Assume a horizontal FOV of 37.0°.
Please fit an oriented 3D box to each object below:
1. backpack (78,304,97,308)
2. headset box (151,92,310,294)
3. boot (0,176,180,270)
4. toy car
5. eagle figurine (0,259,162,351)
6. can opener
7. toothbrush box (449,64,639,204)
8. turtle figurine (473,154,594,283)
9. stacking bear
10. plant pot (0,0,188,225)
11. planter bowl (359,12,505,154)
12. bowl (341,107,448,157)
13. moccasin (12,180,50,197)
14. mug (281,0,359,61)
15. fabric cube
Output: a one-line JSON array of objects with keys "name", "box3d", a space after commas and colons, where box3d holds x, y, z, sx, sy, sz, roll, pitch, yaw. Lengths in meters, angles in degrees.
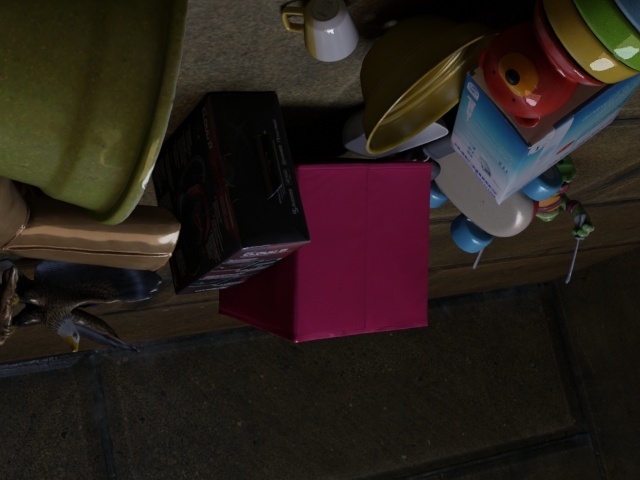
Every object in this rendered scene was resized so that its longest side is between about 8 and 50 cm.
[{"name": "backpack", "box3d": [-0.480, 0.091, 2.016, 0.101, 0.098, 0.120, -19, 166, 14]}, {"name": "headset box", "box3d": [-0.130, -0.063, 1.351, 0.110, 0.218, 0.293, -7, 167, -29]}, {"name": "boot", "box3d": [-0.297, -0.033, 1.139, 0.269, 0.089, 0.236, 6, 161, -26]}, {"name": "toy car", "box3d": [0.321, -0.136, 1.681, 0.238, 0.210, 0.219, -40, 176, -45]}, {"name": "eagle figurine", "box3d": [-0.491, 0.129, 1.873, 0.298, 0.225, 0.226, -7, 172, -40]}, {"name": "can opener", "box3d": [0.208, -0.162, 1.552, 0.283, 0.076, 0.095, -22, 145, 39]}, {"name": "toothbrush box", "box3d": [0.301, -0.187, 1.276, 0.216, 0.126, 0.295, -36, 170, -5]}, {"name": "turtle figurine", "box3d": [0.454, -0.051, 1.972, 0.274, 0.198, 0.266, -51, 152, -11]}, {"name": "stacking bear", "box3d": [0.297, -0.234, 1.015, 0.289, 0.175, 0.164, -35, -178, 37]}, {"name": "plant pot", "box3d": [-0.266, -0.163, 0.729, 0.254, 0.276, 0.276, 8, 160, -27]}, {"name": "planter bowl", "box3d": [0.115, -0.209, 1.157, 0.217, 0.090, 0.217, -36, 169, -8]}, {"name": "bowl", "box3d": [0.110, -0.178, 1.463, 0.142, 0.053, 0.142, -18, 168, 27]}, {"name": "moccasin", "box3d": [-0.382, -0.078, 1.275, 0.380, 0.139, 0.147, -10, -179, 39]}, {"name": "mug", "box3d": [0.001, -0.238, 1.059, 0.078, 0.062, 0.064, -19, 160, 2]}, {"name": "fabric cube", "box3d": [0.000, 0.000, 1.507, 0.259, 0.258, 0.254, -3, -171, -33]}]
